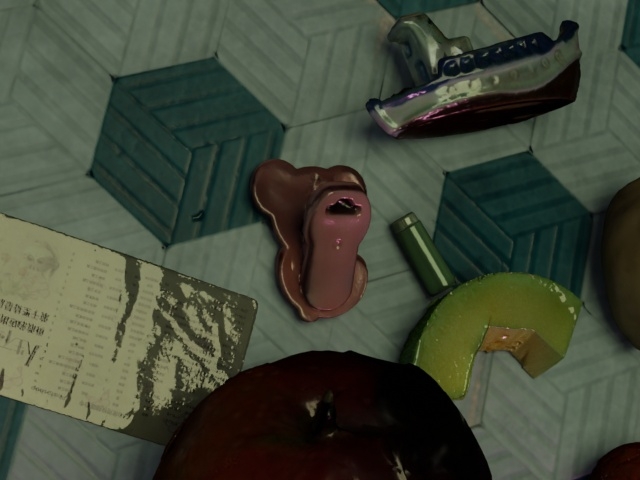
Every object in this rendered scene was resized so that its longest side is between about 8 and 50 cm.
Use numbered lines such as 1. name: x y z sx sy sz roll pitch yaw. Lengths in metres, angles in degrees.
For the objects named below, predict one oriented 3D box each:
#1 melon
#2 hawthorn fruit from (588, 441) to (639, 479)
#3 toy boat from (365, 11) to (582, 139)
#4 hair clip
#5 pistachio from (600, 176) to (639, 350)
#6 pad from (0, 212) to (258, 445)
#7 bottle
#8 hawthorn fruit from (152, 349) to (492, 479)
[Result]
1. melon: 0.162 0.095 1.441 0.210 0.064 0.118 -4 79 -26
2. hawthorn fruit: 0.345 0.259 1.420 0.148 0.172 0.148 22 56 -37
3. toy boat: 0.154 -0.175 1.467 0.262 0.114 0.115 -11 78 -24
4. hair clip: -0.004 -0.003 1.411 0.123 0.102 0.138 -4 113 -21
5. pistachio: 0.347 0.022 1.509 0.124 0.124 0.184 -2 95 -23
6. pad: -0.193 0.086 1.325 0.265 0.009 0.159 20 71 -18
7. bottle: 0.101 0.013 1.449 0.030 0.030 0.083 -30 90 -25
8. hawthorn fruit: 0.004 0.235 1.226 0.316 0.316 0.315 5 77 -21
